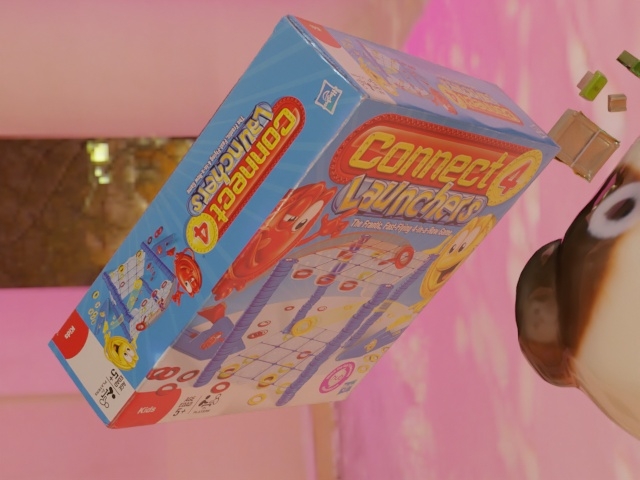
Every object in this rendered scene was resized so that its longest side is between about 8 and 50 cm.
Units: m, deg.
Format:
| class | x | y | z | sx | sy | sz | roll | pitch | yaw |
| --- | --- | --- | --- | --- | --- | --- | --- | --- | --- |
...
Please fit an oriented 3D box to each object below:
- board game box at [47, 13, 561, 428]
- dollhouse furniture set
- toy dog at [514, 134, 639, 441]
| class | x | y | z | sx | sy | sz | roll | pitch | yaw |
| --- | --- | --- | --- | --- | --- | --- | --- | --- | --- |
| board game box | 0.000 | 0.000 | 0.911 | 0.086 | 0.308 | 0.302 | 50 | 114 | 26 |
| dollhouse furniture set | 0.328 | -0.152 | 1.413 | 0.152 | 0.076 | 0.058 | -53 | 13 | 14 |
| toy dog | 0.305 | 0.034 | 0.774 | 0.284 | 0.408 | 0.395 | 28 | 104 | 44 |
